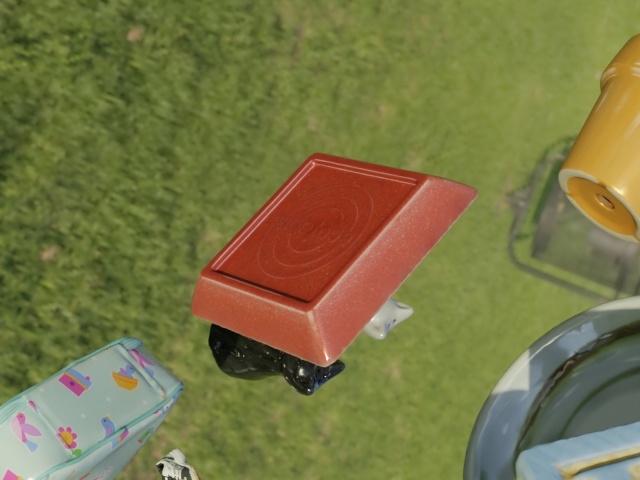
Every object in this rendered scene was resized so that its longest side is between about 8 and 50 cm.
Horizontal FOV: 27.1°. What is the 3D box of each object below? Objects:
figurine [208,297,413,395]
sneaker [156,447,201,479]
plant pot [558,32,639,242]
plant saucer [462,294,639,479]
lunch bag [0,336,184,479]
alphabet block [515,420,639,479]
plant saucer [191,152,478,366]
[{"bbox_3d":[-0.007,0.121,1.771,0.215,0.209,0.092,-36,120,-27],"label":"figurine"},{"bbox_3d":[-0.159,0.267,1.501,0.037,0.083,0.032,-30,116,-17],"label":"sneaker"},{"bbox_3d":[0.386,-0.108,1.564,0.188,0.205,0.205,-48,158,-12],"label":"plant pot"},{"bbox_3d":[0.362,0.252,1.579,0.100,0.400,0.400,45,63,-33],"label":"plant saucer"},{"bbox_3d":[-0.294,0.233,1.451,0.224,0.108,0.279,-50,168,35],"label":"lunch bag"},{"bbox_3d":[0.285,0.287,1.125,0.192,0.193,0.197,-114,-164,-57],"label":"alphabet block"},{"bbox_3d":[0.000,0.000,1.434,0.259,0.258,0.048,-48,125,-20],"label":"plant saucer"}]
